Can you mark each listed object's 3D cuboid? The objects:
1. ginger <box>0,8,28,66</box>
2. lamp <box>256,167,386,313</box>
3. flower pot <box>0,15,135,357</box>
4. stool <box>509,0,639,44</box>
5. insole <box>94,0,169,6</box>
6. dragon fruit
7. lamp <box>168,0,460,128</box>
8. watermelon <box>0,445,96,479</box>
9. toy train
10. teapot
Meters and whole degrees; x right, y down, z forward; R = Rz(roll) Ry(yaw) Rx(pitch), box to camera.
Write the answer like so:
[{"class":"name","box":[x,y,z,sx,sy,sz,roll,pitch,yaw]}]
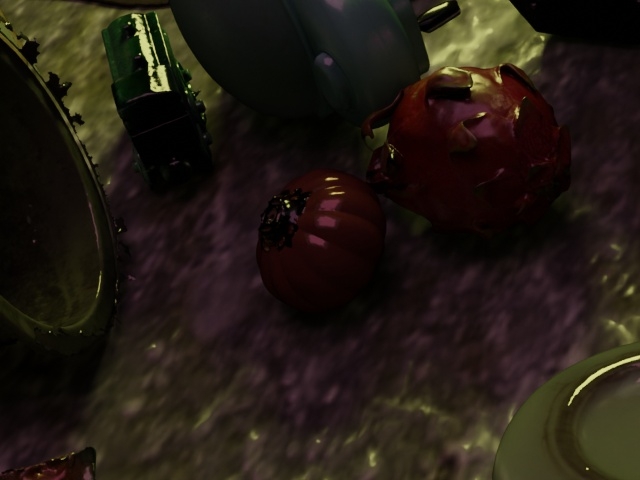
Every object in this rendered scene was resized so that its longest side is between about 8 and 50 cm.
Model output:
[{"class":"ginger","box":[-0.318,-0.121,1.605,0.138,0.152,0.267,8,37,-8]},{"class":"lamp","box":[0.000,0.000,1.357,0.107,0.092,0.107,-35,42,40]},{"class":"flower pot","box":[-0.319,-0.005,1.408,0.259,0.290,0.290,-25,39,20]},{"class":"stool","box":[0.221,-0.266,1.444,0.232,0.232,0.141,10,51,33]},{"class":"insole","box":[-0.186,-0.260,1.784,0.327,0.007,0.111,4,47,29]},{"class":"dragon fruit","box":[0.106,-0.068,1.357,0.166,0.136,0.133,-10,49,45]},{"class":"lamp","box":[-0.024,-0.181,1.471,0.284,0.209,0.147,22,60,37]},{"class":"watermelon","box":[-0.218,0.214,1.235,0.231,0.128,0.146,-23,5,10]},{"class":"toy train","box":[-0.137,-0.120,1.536,0.071,0.111,0.170,-20,42,0]},{"class":"teapot","box":[0.237,0.175,1.015,0.220,0.149,0.318,-28,39,-18]}]
